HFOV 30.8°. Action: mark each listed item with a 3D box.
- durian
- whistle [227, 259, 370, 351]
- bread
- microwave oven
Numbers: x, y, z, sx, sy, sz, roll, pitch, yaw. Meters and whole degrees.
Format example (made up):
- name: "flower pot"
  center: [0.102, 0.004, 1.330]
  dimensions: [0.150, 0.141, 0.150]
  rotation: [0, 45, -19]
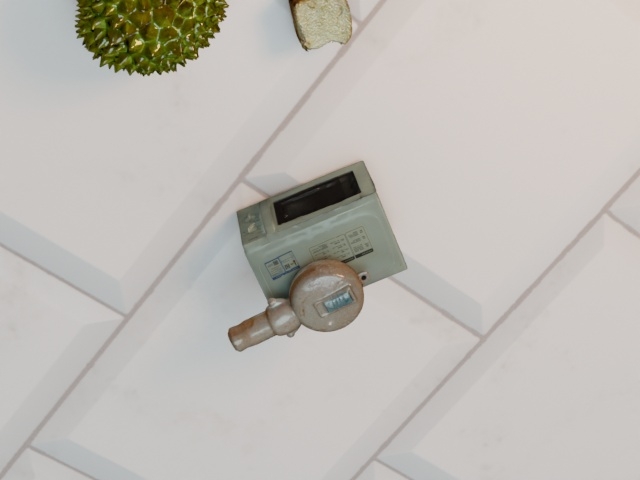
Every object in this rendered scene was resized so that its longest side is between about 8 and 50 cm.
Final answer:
- name: "durian"
  center: [-0.215, -0.322, 1.476]
  dimensions: [0.200, 0.176, 0.237]
  rotation: [-2, 108, -31]
- name: "whistle"
  center: [-0.028, 0.097, 1.647]
  dimensions: [0.220, 0.057, 0.107]
  rotation: [-25, 119, 7]
- name: "bread"
  center: [0.000, -0.304, 1.571]
  dimensions: [0.076, 0.070, 0.083]
  rotation: [-16, 120, 0]
- name: "microwave oven"
  center: [0.000, 0.000, 1.702]
  dimensions: [0.208, 0.122, 0.162]
  rotation: [-22, 119, 3]
